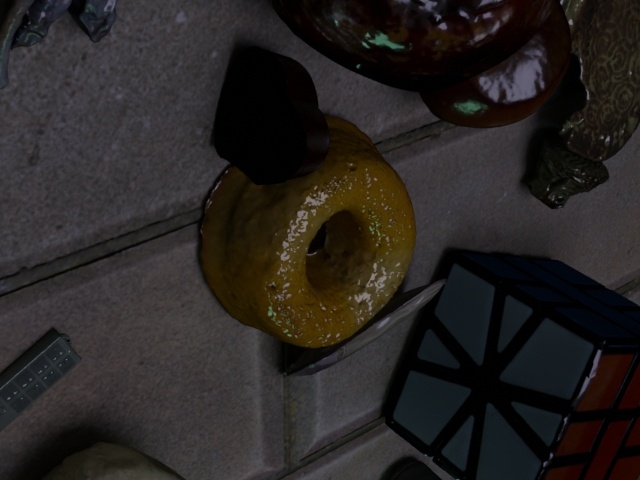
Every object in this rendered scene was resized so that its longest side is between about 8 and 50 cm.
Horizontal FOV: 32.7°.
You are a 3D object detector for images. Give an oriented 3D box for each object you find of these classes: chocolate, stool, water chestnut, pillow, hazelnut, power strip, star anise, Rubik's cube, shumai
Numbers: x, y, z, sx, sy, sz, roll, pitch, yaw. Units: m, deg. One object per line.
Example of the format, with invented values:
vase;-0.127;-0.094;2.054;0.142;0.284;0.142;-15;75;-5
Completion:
chocolate;-0.044;-0.115;1.126;0.080;0.148;0.125;-5;155;-42
stool;0.153;0.392;1.634;0.096;0.110;0.096;-27;134;-32
water chestnut;0.084;-0.268;1.057;0.289;0.289;0.244;-31;143;-25
pillow;0.055;0.113;1.381;0.233;0.038;0.131;-29;174;-26
hazelnut;0.200;-0.225;1.259;0.178;0.178;0.203;23;68;-48
power strip;-0.308;0.149;1.121;0.136;0.019;0.051;-42;138;-15
star anise;-0.221;-0.243;0.913;0.230;0.081;0.262;10;106;-57
Rubik's cube;0.304;0.197;1.525;0.283;0.288;0.293;8;107;-46
shumai;0.340;-0.091;1.530;0.124;0.099;0.087;3;131;-46

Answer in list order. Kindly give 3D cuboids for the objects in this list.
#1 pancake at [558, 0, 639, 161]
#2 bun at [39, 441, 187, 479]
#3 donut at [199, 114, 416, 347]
pancake;0.384;-0.251;1.469;0.288;0.033;0.286;34;79;-46
bun;-0.245;0.317;1.201;0.220;0.134;0.220;-20;131;-25
donut;0.001;0.001;1.249;0.278;0.108;0.277;-23;129;-32
